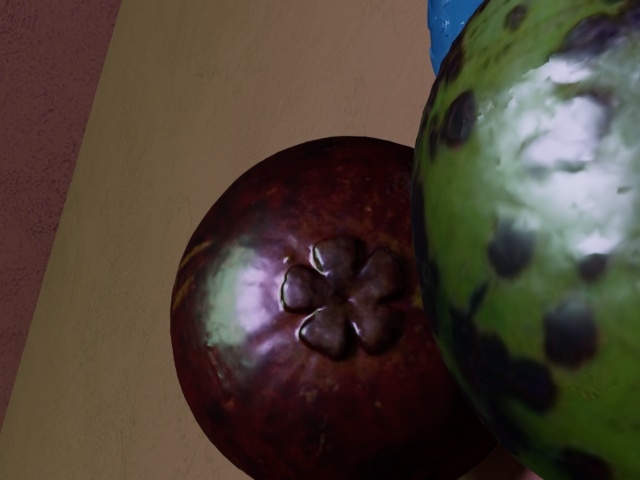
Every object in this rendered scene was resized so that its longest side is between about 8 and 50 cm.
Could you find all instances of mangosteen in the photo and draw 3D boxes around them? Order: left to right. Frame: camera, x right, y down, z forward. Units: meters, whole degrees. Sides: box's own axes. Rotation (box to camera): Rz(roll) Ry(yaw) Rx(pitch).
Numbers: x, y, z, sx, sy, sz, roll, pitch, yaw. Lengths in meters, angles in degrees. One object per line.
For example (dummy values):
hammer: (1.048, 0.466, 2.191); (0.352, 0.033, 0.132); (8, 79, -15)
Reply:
mangosteen: (0.018, 0.054, 1.068); (0.257, 0.215, 0.215); (90, -170, -77)

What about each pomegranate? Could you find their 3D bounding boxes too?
pomegranate: (0.179, -0.015, 0.597); (0.306, 0.242, 0.242); (-14, 59, 36)

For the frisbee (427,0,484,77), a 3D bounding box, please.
frisbee: (0.115, -0.215, 1.217); (0.242, 0.045, 0.242); (-165, 90, -73)
